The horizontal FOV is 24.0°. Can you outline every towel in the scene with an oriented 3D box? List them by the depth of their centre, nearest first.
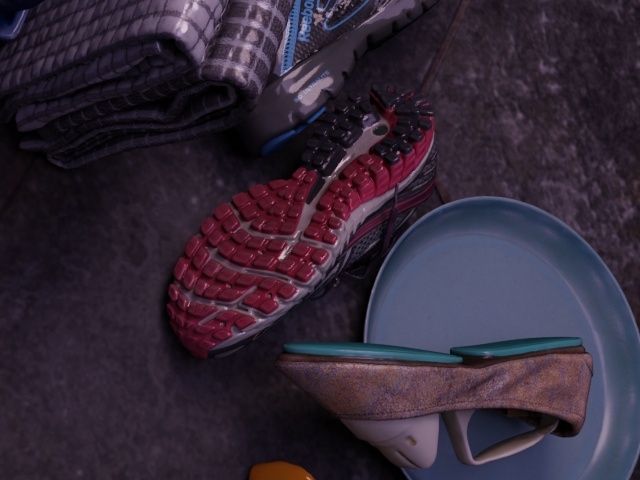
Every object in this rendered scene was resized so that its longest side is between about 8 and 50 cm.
[{"bbox_3d":[-0.122,-0.185,1.149,0.121,0.283,0.235,33,62,-32],"label":"towel"}]

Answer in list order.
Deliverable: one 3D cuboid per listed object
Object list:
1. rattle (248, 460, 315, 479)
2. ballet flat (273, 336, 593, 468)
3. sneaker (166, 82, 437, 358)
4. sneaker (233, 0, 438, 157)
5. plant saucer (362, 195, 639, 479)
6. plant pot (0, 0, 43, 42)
[{"bbox_3d":[0.046,0.253,1.268,0.199,0.142,0.130,-4,110,-47],"label":"rattle"},{"bbox_3d":[0.104,0.135,1.247,0.316,0.107,0.106,1,89,-30],"label":"ballet flat"},{"bbox_3d":[0.000,0.000,1.269,0.299,0.121,0.112,-41,142,-22],"label":"sneaker"},{"bbox_3d":[0.016,-0.224,1.331,0.140,0.125,0.341,48,56,-6],"label":"sneaker"},{"bbox_3d":[0.165,0.118,1.370,0.317,0.043,0.318,9,72,-28],"label":"plant saucer"},{"bbox_3d":[-0.276,-0.294,1.109,0.236,0.212,0.236,22,65,-14],"label":"plant pot"}]
